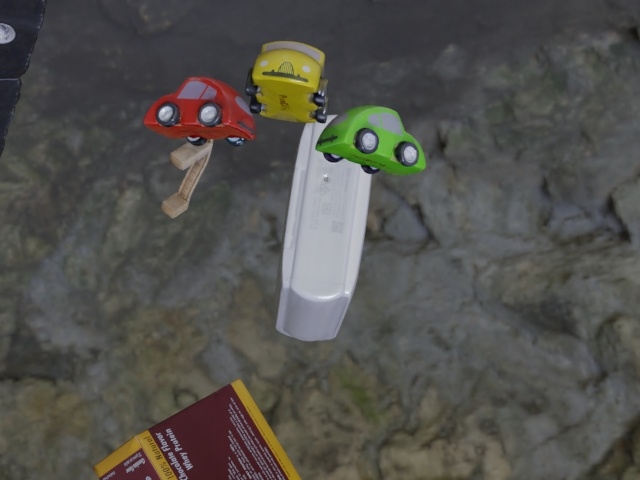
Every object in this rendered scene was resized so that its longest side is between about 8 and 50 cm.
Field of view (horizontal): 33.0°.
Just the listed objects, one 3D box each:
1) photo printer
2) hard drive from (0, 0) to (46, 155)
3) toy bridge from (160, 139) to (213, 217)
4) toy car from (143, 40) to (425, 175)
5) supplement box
[{"bbox_3d":[0.000,0.000,1.506,0.107,0.256,0.307,8,162,-2],"label":"photo printer"},{"bbox_3d":[-0.211,-0.109,0.540,0.064,0.237,0.339,-2,151,-27],"label":"hard drive"},{"bbox_3d":[-0.166,-0.115,1.391,0.063,0.026,0.188,-38,155,-43],"label":"toy bridge"},{"bbox_3d":[-0.006,-0.106,0.920,0.225,0.053,0.239,15,168,-31],"label":"toy car"},{"bbox_3d":[-0.158,0.324,1.452,0.194,0.191,0.129,-25,170,-46],"label":"supplement box"}]
